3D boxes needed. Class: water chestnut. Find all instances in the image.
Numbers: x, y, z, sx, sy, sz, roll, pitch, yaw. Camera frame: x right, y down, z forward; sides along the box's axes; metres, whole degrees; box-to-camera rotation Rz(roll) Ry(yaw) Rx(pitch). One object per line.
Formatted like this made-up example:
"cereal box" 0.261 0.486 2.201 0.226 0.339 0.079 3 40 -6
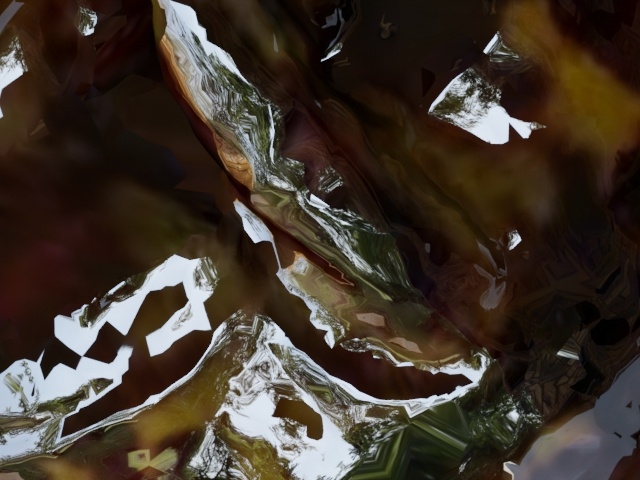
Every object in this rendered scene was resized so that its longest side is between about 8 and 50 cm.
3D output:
"water chestnut" -0.032 -0.044 0.418 0.300 0.300 0.300 -19 45 20
